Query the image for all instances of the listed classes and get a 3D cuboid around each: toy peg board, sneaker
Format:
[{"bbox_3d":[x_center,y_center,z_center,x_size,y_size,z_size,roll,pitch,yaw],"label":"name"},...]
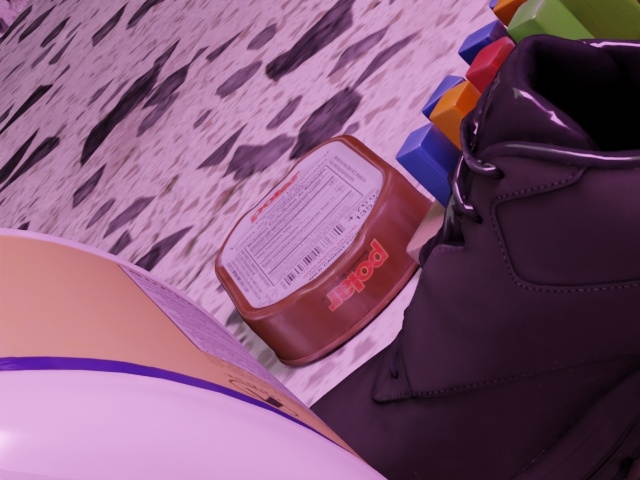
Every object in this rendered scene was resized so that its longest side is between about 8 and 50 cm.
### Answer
[{"bbox_3d":[0.101,-0.088,0.857,0.160,0.079,0.161,-25,26,50],"label":"toy peg board"},{"bbox_3d":[0.077,0.005,0.608,0.286,0.130,0.109,-35,22,36],"label":"sneaker"}]

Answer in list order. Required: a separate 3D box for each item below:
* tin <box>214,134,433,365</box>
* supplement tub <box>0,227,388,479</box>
[{"bbox_3d":[0.000,0.000,0.974,0.106,0.040,0.190,-42,16,-1],"label":"tin"},{"bbox_3d":[-0.094,0.124,0.542,0.241,0.241,0.331,-47,17,-4],"label":"supplement tub"}]
